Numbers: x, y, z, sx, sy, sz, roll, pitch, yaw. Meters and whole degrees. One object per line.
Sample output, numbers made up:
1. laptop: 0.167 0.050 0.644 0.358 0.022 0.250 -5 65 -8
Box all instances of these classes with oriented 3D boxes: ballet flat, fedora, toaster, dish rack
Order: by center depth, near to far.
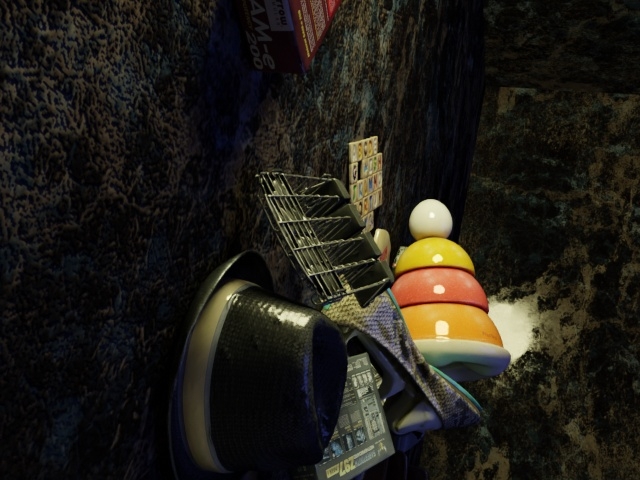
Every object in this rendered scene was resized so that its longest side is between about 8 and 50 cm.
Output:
1. fedora: -0.057 0.183 0.807 0.334 0.152 0.334 8 90 -71
2. dish rack: 0.000 0.000 0.896 0.208 0.074 0.271 61 23 11
3. ballet flat: 0.147 0.268 1.289 0.182 0.164 0.483 -50 118 -24
4. toaster: 0.167 0.395 1.500 0.129 0.227 0.146 -31 144 -21

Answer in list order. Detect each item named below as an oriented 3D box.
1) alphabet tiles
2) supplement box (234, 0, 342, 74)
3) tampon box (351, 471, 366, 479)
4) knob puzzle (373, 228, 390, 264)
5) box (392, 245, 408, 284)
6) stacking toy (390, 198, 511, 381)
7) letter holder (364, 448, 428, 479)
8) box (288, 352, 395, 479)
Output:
1. alphabet tiles: 0.098 -0.114 1.358 0.237 0.009 0.198 -33 123 -66
2. supplement box: -0.026 -0.333 0.809 0.130 0.073 0.239 76 27 -47
3. tampon box: 0.028 0.386 1.202 0.161 0.120 0.101 -58 149 -50
4. knob puzzle: 0.114 0.060 1.402 0.213 0.030 0.213 11 90 -72
5. box: 0.229 0.098 1.841 0.094 0.027 0.137 -62 153 -48
6. stacking toy: 0.304 0.118 1.692 0.350 0.350 0.480 58 32 -63
7. letter holder: 0.105 0.579 1.368 0.152 0.214 0.302 78 27 -47
8. box: 0.024 0.294 1.056 0.232 0.059 0.183 -2 73 -56
